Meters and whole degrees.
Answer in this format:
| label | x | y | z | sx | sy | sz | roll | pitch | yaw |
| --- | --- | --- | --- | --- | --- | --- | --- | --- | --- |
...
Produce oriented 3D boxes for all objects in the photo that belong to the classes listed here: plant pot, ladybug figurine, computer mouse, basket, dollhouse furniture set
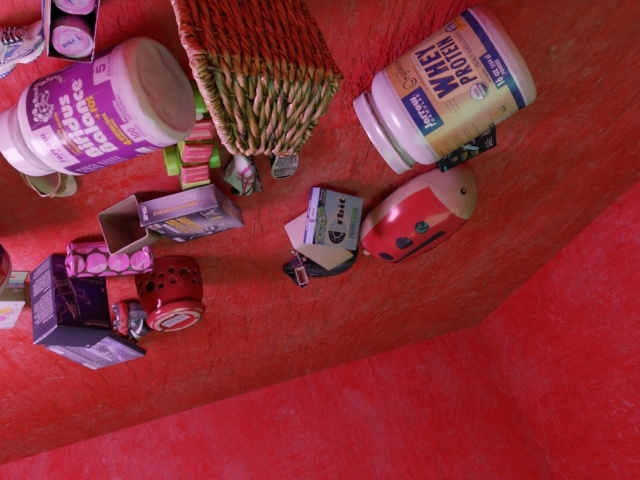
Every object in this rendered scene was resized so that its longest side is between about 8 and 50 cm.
| label | x | y | z | sx | sy | sz | roll | pitch | yaw |
| --- | --- | --- | --- | --- | --- | --- | --- | --- | --- |
| plant pot | -0.445 | -0.030 | 1.240 | 0.109 | 0.109 | 0.096 | -26 | 167 | 11 |
| plant pot | -0.437 | 0.165 | 1.530 | 0.191 | 0.174 | 0.191 | -17 | 156 | -8 |
| ladybug figurine | 0.312 | -0.062 | 1.647 | 0.305 | 0.161 | 0.449 | 9 | 141 | -46 |
| computer mouse | 0.018 | 0.099 | 1.840 | 0.272 | 0.072 | 0.188 | -23 | 153 | 4 |
| basket | -0.145 | -0.275 | 0.769 | 0.223 | 0.299 | 0.213 | -5 | 151 | -34 |
| dollhouse furniture set | -0.054 | 0.078 | 1.707 | 0.091 | 0.114 | 0.081 | -19 | 149 | 1 |
| computer mouse | -0.083 | -0.221 | 1.204 | 0.106 | 0.042 | 0.193 | -13 | 147 | -26 |

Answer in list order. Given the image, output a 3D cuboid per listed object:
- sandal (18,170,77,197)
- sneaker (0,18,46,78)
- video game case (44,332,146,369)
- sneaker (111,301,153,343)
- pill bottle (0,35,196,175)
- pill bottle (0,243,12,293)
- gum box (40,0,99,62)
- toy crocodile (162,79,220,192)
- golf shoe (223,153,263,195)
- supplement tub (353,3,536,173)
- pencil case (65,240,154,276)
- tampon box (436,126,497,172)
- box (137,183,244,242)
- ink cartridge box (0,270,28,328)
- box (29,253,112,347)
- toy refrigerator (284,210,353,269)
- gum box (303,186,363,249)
| label | x | y | z | sx | sy | sz | roll | pitch | yaw |
| --- | --- | --- | --- | --- | --- | --- | --- | --- | --- |
| sandal | -0.545 | -0.124 | 1.008 | 0.088 | 0.079 | 0.240 | -15 | 153 | -11 |
| sneaker | -0.466 | -0.295 | 0.778 | 0.135 | 0.052 | 0.058 | -28 | 149 | 12 |
| video game case | -0.736 | 0.356 | 1.695 | 0.274 | 0.026 | 0.196 | -20 | 136 | 28 |
| sneaker | -0.607 | 0.282 | 1.706 | 0.135 | 0.097 | 0.276 | -7 | 149 | -22 |
| pill bottle | -0.374 | -0.204 | 0.851 | 0.302 | 0.169 | 0.169 | -14 | 157 | 19 |
| pill bottle | -0.746 | 0.005 | 0.992 | 0.182 | 0.181 | 0.323 | -14 | 153 | -14 |
| gum box | -0.336 | -0.353 | 0.697 | 0.062 | 0.107 | 0.188 | -3 | 148 | -32 |
| toy crocodile | -0.256 | -0.196 | 1.053 | 0.115 | 0.105 | 0.340 | -10 | 152 | -21 |
| golf shoe | -0.188 | -0.159 | 1.213 | 0.086 | 0.067 | 0.186 | -17 | 153 | -5 |
| supplement tub | 0.251 | -0.302 | 1.079 | 0.316 | 0.228 | 0.228 | -32 | 152 | 20 |
| pencil case | -0.533 | 0.038 | 1.312 | 0.209 | 0.095 | 0.098 | -6 | 143 | -23 |
| tampon box | 0.361 | -0.275 | 1.349 | 0.161 | 0.101 | 0.120 | -26 | 154 | 9 |
| box | -0.302 | -0.059 | 1.248 | 0.183 | 0.056 | 0.231 | -14 | 169 | 3 |
| ink cartridge box | -0.839 | 0.158 | 1.346 | 0.109 | 0.062 | 0.209 | 6 | 143 | -41 |
| box | -0.641 | 0.159 | 1.328 | 0.108 | 0.207 | 0.153 | -34 | 151 | 24 |
| toy refrigerator | 0.000 | 0.000 | 1.623 | 0.102 | 0.094 | 0.269 | -32 | 154 | 12 |
| gum box | 0.039 | -0.059 | 1.475 | 0.184 | 0.156 | 0.041 | 9 | 179 | -44 |
